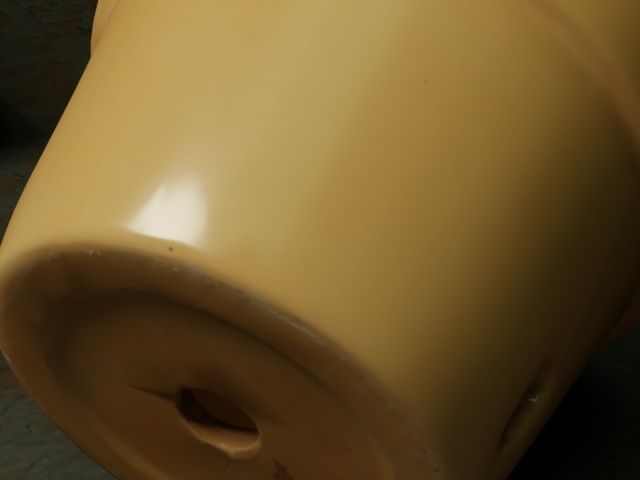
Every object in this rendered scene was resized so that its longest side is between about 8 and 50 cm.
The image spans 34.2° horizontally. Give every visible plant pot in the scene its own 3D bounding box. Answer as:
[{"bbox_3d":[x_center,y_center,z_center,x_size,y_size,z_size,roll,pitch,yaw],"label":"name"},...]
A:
[{"bbox_3d":[0.000,0.000,0.446,0.291,0.291,0.203,12,48,23],"label":"plant pot"}]
